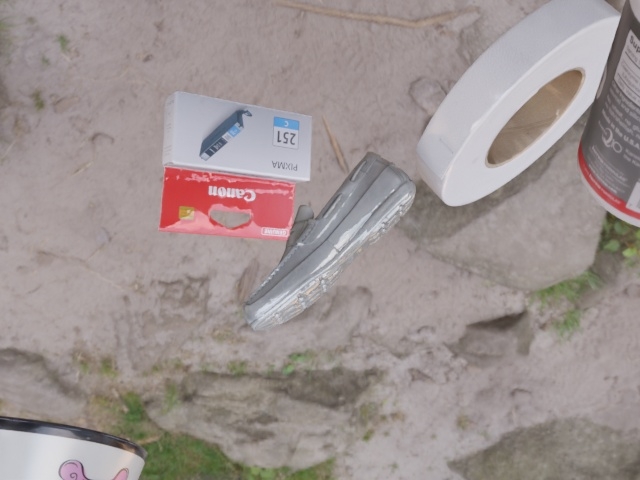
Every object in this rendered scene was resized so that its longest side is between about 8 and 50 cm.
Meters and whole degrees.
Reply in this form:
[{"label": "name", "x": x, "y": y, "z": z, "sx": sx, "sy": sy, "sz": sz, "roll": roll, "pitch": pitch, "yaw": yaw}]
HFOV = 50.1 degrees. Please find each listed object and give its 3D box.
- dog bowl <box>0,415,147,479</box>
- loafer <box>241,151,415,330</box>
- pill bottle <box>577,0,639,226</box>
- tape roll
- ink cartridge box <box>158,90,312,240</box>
[{"label": "dog bowl", "x": -0.425, "y": 0.321, "z": 0.825, "sx": 0.408, "sy": 0.150, "sz": 0.408, "roll": 0, "pitch": 153, "yaw": 0}, {"label": "loafer", "x": 0.000, "y": 0.000, "z": 0.999, "sx": 0.319, "sy": 0.112, "sz": 0.111, "roll": -43, "pitch": 75, "yaw": -13}, {"label": "pill bottle", "x": 0.326, "y": -0.150, "z": 0.572, "sx": 0.161, "sy": 0.161, "sz": 0.283, "roll": -4, "pitch": 143, "yaw": 2}, {"label": "tape roll", "x": 0.319, "y": -0.212, "z": 1.094, "sx": 0.392, "sy": 0.392, "sz": 0.072, "roll": -49, "pitch": 67, "yaw": 25}, {"label": "ink cartridge box", "x": -0.161, "y": -0.137, "z": 1.351, "sx": 0.296, "sy": 0.066, "sz": 0.261, "roll": 4, "pitch": 87, "yaw": -31}]
